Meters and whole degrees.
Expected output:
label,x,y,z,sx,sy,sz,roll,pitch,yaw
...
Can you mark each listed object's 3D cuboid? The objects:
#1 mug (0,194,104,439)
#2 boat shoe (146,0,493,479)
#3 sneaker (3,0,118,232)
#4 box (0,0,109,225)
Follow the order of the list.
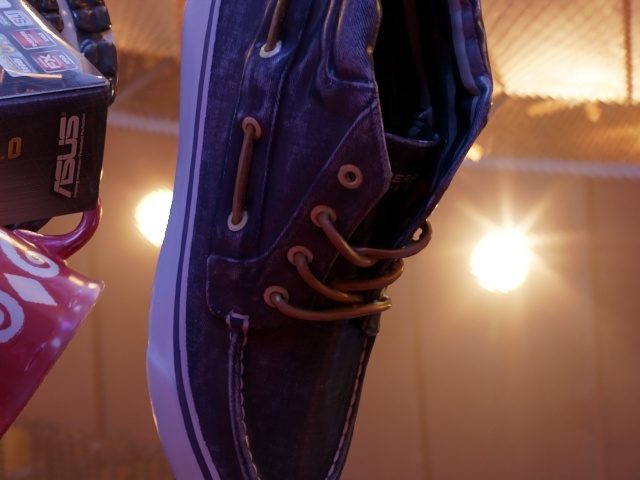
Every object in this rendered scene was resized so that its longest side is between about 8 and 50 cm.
label,x,y,z,sx,sy,sz,roll,pitch,yaw
mug,-0.210,0.010,0.983,0.169,0.150,0.113,34,-38,-7
boat shoe,0.000,0.000,0.506,0.083,0.065,0.183,3,-86,51
sneaker,-0.252,-0.161,1.257,0.158,0.410,0.182,13,-31,-33
box,-0.212,-0.075,0.687,0.231,0.183,0.056,43,-47,44
